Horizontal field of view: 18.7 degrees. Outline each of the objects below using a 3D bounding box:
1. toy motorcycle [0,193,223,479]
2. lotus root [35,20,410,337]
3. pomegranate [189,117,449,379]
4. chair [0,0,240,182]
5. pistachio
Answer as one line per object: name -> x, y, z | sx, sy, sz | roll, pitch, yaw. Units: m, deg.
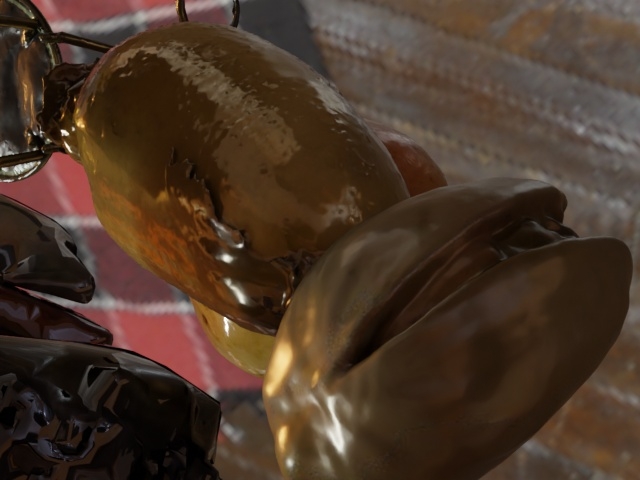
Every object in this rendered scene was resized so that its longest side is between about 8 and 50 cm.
toy motorcycle -> -0.183, 0.027, 0.477 | 0.207, 0.134, 0.401 | 22, 169, -24
lotus root -> -0.044, -0.037, 1.036 | 0.303, 0.131, 0.146 | 32, 139, 51
pomegranate -> 0.000, 0.003, 1.297 | 0.191, 0.191, 0.191 | 20, 129, 27
chair -> -0.229, -0.114, 1.438 | 0.170, 0.326, 0.159 | 8, 103, 43
pistachio -> 0.055, 0.042, 0.844 | 0.124, 0.185, 0.124 | 43, 150, 32
